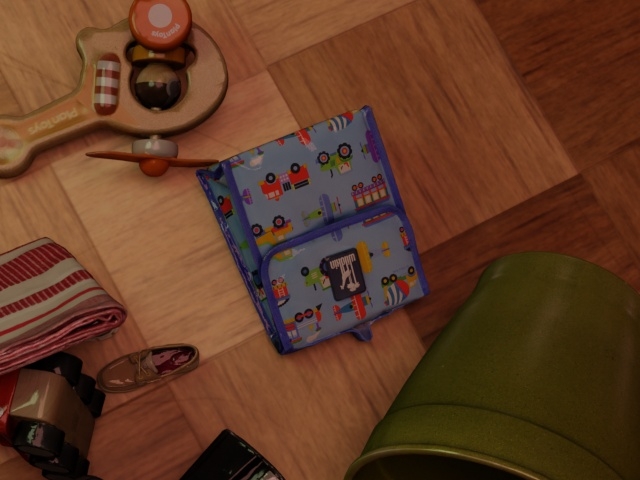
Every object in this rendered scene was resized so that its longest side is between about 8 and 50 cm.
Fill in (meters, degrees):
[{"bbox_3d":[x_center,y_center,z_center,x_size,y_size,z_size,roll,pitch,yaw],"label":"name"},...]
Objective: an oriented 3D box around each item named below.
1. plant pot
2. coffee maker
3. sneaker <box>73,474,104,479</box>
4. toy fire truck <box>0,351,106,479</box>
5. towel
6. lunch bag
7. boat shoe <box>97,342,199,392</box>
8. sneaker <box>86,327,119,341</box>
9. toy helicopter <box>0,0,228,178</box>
[{"bbox_3d":[0.258,0.216,1.927,0.366,0.366,0.353,26,58,-2],"label":"plant pot"},{"bbox_3d":[-0.147,0.322,1.907,0.171,0.120,0.178,43,69,5],"label":"coffee maker"},{"bbox_3d":[-0.369,0.474,1.804,0.483,0.202,0.185,-44,123,-7],"label":"sneaker"},{"bbox_3d":[-0.399,0.182,1.865,0.246,0.217,0.158,8,70,7],"label":"toy fire truck"},{"bbox_3d":[-0.387,0.079,1.850,0.237,0.329,0.037,-22,113,-18],"label":"towel"},{"bbox_3d":[0.000,0.000,2.051,0.221,0.138,0.293,-23,95,-19],"label":"lunch bag"},{"bbox_3d":[-0.220,0.158,1.984,0.135,0.045,0.050,-18,77,-16],"label":"boat shoe"},{"bbox_3d":[-0.338,0.103,1.963,0.170,0.075,0.063,-6,74,-13],"label":"sneaker"},{"bbox_3d":[-0.287,-0.165,2.053,0.355,0.140,0.235,-25,88,-7],"label":"toy helicopter"}]
